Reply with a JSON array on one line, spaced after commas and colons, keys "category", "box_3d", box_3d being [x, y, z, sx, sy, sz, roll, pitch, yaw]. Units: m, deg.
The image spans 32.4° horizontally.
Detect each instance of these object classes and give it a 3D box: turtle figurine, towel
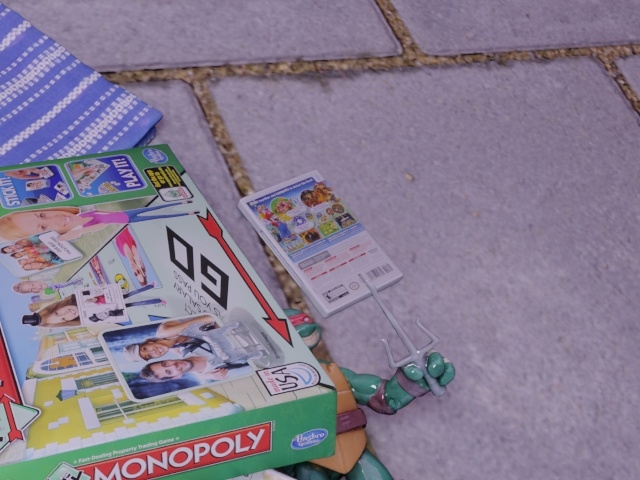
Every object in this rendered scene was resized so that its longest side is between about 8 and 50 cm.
[{"category": "turtle figurine", "box_3d": [0.006, 0.122, 0.734, 0.175, 0.118, 0.234, -19, 78, -12]}, {"category": "towel", "box_3d": [-0.316, -0.128, 0.838, 0.336, 0.040, 0.243, 36, 48, 5]}]

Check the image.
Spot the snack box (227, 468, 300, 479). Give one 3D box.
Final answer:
[{"category": "snack box", "box_3d": [-0.025, 0.234, 0.621, 0.321, 0.060, 0.187, 25, 73, -5]}]

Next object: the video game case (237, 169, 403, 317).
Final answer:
[{"category": "video game case", "box_3d": [0.000, 0.000, 0.902, 0.087, 0.011, 0.122, -24, 67, -37]}]

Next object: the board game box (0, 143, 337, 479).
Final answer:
[{"category": "board game box", "box_3d": [-0.148, 0.037, 0.639, 0.213, 0.046, 0.317, -9, 31, -21]}]
